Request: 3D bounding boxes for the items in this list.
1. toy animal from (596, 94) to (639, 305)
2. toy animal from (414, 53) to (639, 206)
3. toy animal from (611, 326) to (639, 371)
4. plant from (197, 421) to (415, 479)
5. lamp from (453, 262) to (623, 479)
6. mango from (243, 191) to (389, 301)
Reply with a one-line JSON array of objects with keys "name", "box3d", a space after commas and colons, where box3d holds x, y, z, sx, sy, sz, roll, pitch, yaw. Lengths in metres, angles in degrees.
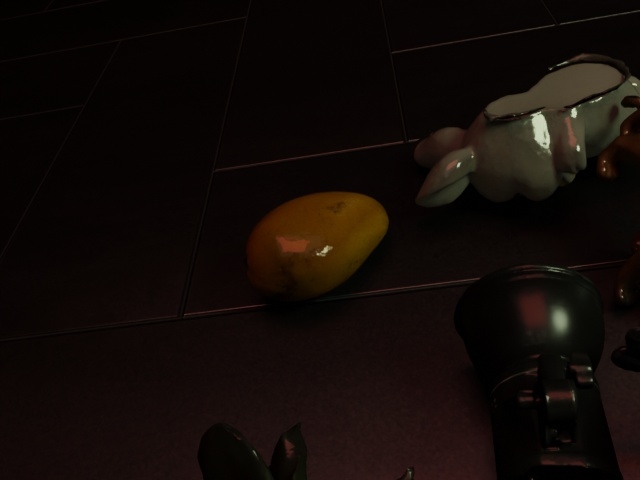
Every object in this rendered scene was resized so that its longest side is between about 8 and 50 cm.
[{"name": "toy animal", "box3d": [0.399, -0.032, 0.684, 0.097, 0.312, 0.158, 2, -8, -37]}, {"name": "toy animal", "box3d": [0.287, -0.142, 0.872, 0.326, 0.154, 0.208, -8, 35, 14]}, {"name": "toy animal", "box3d": [0.411, 0.205, 0.472, 0.302, 0.225, 0.284, 8, 39, -9]}, {"name": "plant", "box3d": [0.001, 0.265, 0.471, 0.189, 0.198, 0.276, -21, 45, -18]}, {"name": "lamp", "box3d": [0.200, 0.144, 0.561, 0.147, 0.172, 0.227, -3, 40, 10]}, {"name": "mango", "box3d": [0.000, 0.000, 0.828, 0.219, 0.112, 0.145, -28, 41, -33]}]
